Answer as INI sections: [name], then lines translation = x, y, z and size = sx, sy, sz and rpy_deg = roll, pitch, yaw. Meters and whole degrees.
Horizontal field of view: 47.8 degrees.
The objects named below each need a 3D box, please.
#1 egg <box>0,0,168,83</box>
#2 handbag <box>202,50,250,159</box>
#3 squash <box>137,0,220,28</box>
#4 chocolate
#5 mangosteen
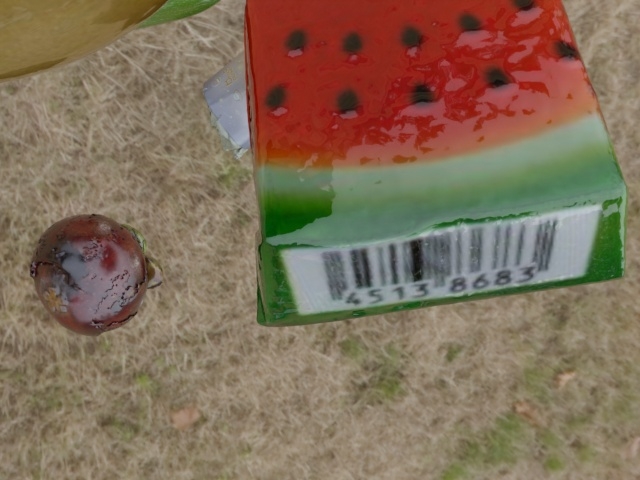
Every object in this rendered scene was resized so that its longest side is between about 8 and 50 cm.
[egg]
translation = -0.204, -0.227, 0.439
size = 0.322, 0.250, 0.250
rpy_deg = -35, 121, 3
[handbag]
translation = -0.086, -0.204, 0.990
size = 0.173, 0.117, 0.095
rpy_deg = -34, 158, 18
[squash]
translation = -0.263, -0.276, 0.796
size = 0.395, 0.107, 0.107
rpy_deg = -14, 115, -14
[chocolate]
translation = 0.091, -0.111, 0.719
size = 0.360, 0.341, 0.161
rpy_deg = -9, 152, 4
[mangosteen]
translation = -0.307, 0.039, 1.001
size = 0.166, 0.180, 0.166
rpy_deg = 7, 111, 17
